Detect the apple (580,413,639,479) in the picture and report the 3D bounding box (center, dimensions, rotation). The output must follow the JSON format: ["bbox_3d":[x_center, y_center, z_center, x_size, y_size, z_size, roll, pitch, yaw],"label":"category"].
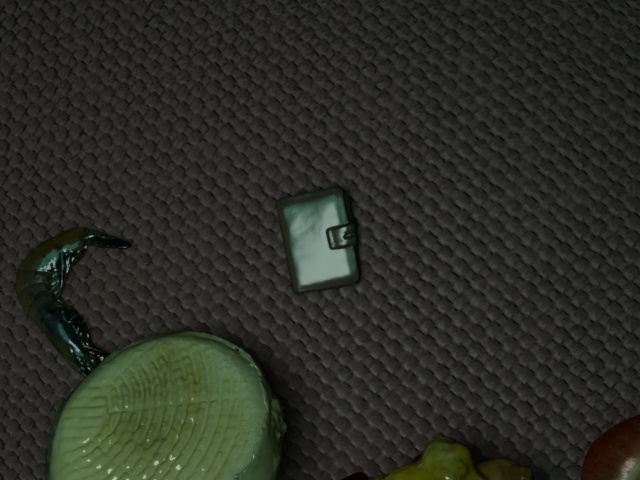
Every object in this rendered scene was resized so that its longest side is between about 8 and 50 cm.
[{"bbox_3d":[0.460,0.346,1.660,0.209,0.164,0.209,0,90,-1],"label":"apple"}]

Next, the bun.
[{"bbox_3d":[-0.211,0.316,1.734,0.364,0.202,0.364,-11,46,12],"label":"bun"}]

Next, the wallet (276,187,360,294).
[{"bbox_3d":[0.000,0.000,1.827,0.118,0.039,0.153,-9,88,11],"label":"wallet"}]

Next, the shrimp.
[{"bbox_3d":[-0.355,0.097,1.874,0.198,0.051,0.262,-37,78,5],"label":"shrimp"}]

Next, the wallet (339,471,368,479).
[{"bbox_3d":[0.000,0.393,1.712,0.142,0.204,0.045,-45,78,4],"label":"wallet"}]

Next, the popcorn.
[{"bbox_3d":[0.200,0.423,1.655,0.316,0.281,0.297,-3,102,22],"label":"popcorn"}]
